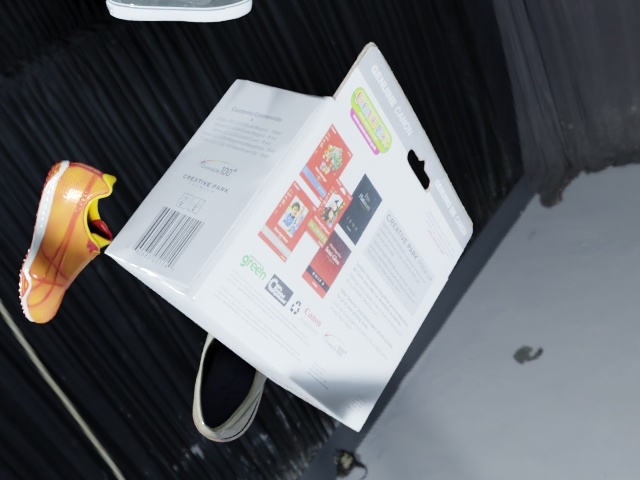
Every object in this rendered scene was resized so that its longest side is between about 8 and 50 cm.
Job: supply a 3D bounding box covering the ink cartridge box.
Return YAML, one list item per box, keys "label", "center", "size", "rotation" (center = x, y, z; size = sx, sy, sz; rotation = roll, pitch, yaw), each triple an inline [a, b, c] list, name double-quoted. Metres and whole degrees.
- label: "ink cartridge box"
  center: [0.000, 0.000, 0.671]
  size: [0.130, 0.309, 0.271]
  rotation: [21, 70, 40]

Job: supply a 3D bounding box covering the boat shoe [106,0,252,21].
- label: "boat shoe"
  center: [-0.128, -0.233, 0.629]
  size: [0.142, 0.040, 0.049]
  rotation: [-13, 45, -29]

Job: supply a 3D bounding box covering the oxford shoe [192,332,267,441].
- label: "oxford shoe"
  center: [-0.117, 0.136, 1.117]
  size: [0.141, 0.146, 0.396]
  rotation: [11, 74, -2]

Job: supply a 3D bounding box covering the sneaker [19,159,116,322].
- label: "sneaker"
  center: [-0.233, 0.012, 0.615]
  size: [0.064, 0.068, 0.175]
  rotation: [-97, 30, -57]
